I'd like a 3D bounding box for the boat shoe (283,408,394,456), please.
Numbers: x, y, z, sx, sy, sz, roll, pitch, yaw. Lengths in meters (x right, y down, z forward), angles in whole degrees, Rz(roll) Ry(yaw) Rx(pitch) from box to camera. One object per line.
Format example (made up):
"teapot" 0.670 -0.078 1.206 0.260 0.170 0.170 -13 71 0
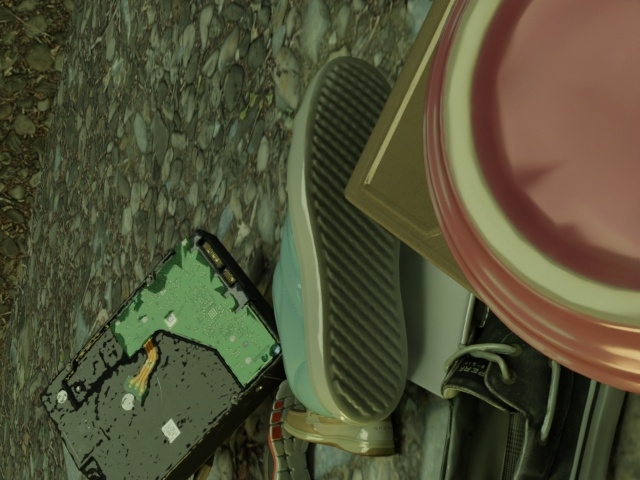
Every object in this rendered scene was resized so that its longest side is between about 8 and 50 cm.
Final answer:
"boat shoe" 0.021 0.196 0.950 0.170 0.063 0.059 -1 80 51

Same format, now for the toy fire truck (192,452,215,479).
"toy fire truck" -0.182 0.222 1.239 0.246 0.158 0.217 31 118 37

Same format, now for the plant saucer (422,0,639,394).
"plant saucer" 0.194 -0.077 0.471 0.332 0.084 0.332 -3 86 34

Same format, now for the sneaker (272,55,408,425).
"sneaker" 0.000 0.000 0.887 0.150 0.135 0.366 -11 74 56

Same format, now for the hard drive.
"hard drive" -0.204 0.181 1.147 0.339 0.064 0.237 -48 60 11

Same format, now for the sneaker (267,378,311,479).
"sneaker" -0.045 0.245 1.056 0.065 0.061 0.158 172 103 -66

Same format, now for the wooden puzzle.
"wooden puzzle" 0.127 -0.086 0.643 0.238 0.044 0.221 43 112 51

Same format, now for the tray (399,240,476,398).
"tray" 0.079 0.058 0.902 0.270 0.030 0.145 19 100 60

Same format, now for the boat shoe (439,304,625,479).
"boat shoe" 0.155 0.117 0.663 0.121 0.119 0.335 -12 70 60
